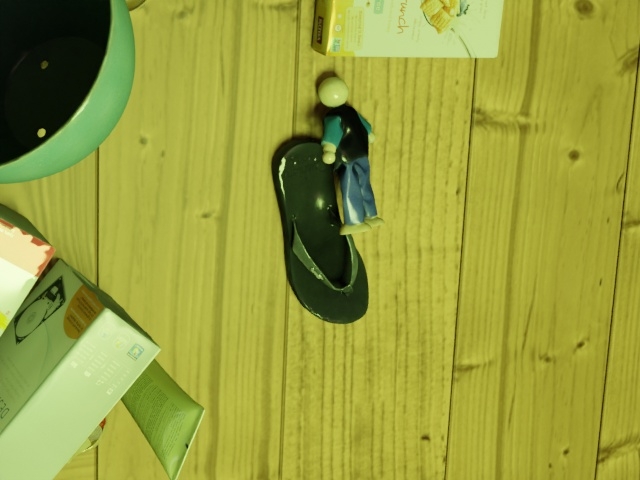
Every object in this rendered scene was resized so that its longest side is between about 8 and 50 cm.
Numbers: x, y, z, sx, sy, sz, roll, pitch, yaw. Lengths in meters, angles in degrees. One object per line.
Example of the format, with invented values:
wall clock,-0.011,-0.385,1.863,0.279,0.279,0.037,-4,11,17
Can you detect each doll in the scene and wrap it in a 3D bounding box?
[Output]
doll,0.033,-0.105,2.040,0.129,0.046,0.189,-21,101,-60

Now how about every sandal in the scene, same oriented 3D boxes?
sandal,-0.001,0.000,2.080,0.097,0.054,0.254,-27,117,-16

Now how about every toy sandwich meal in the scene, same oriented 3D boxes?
toy sandwich meal,-0.294,0.228,2.030,0.085,0.029,0.085,-9,111,-23

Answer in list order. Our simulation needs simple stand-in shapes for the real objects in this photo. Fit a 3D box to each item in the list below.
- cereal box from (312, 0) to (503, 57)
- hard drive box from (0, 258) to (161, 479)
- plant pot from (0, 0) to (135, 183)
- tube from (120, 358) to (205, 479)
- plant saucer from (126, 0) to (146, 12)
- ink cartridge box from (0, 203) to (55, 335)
cereal box,0.113,-0.308,2.033,0.240,0.047,0.173,-3,109,-25
hard drive box,-0.312,0.158,1.910,0.089,0.181,0.232,40,87,-31
plant pot,-0.312,-0.181,1.766,0.290,0.290,0.195,-52,158,-1
tube,-0.189,0.190,1.946,0.062,0.240,0.070,-25,116,-14
plant saucer,-0.226,-0.296,1.889,0.083,0.015,0.083,-9,112,-23
ink cartridge box,-0.402,0.037,1.853,0.127,0.128,0.176,32,91,-31
